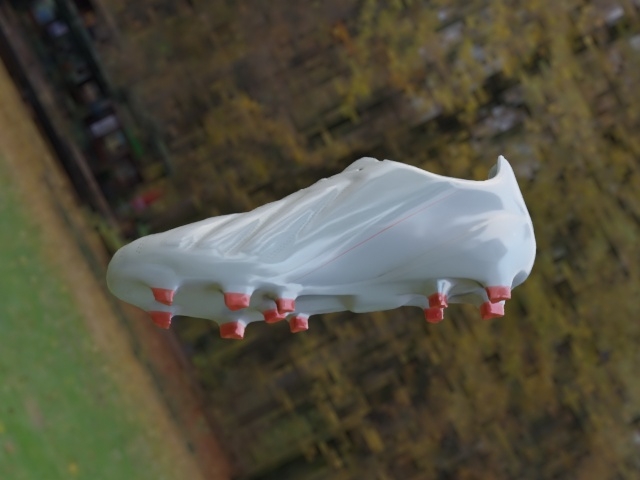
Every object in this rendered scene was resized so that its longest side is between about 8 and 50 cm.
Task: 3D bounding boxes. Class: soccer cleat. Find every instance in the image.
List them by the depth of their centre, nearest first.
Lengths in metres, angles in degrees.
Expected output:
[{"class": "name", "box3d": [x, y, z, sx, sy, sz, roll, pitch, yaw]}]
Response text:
[{"class": "soccer cleat", "box3d": [0.000, 0.000, 0.832, 0.068, 0.196, 0.076, 108, -22, -70]}]
